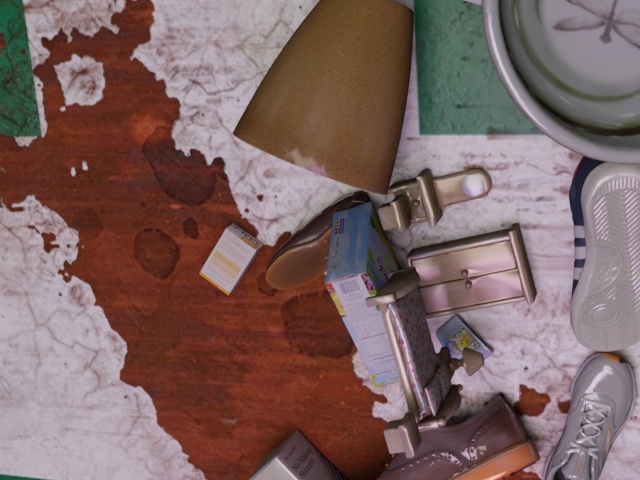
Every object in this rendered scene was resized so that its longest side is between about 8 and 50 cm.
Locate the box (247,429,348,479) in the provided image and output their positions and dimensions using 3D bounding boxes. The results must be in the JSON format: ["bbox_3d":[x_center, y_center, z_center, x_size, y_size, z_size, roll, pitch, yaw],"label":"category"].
[{"bbox_3d":[0.012,0.456,1.824,0.275,0.113,0.094,45,115,0],"label":"box"}]

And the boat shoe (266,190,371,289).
[{"bbox_3d":[0.000,0.000,1.708,0.207,0.073,0.073,-33,124,22],"label":"boat shoe"}]

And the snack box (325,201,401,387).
[{"bbox_3d":[0.078,0.079,1.609,0.070,0.174,0.207,-17,122,17],"label":"snack box"}]

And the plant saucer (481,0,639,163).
[{"bbox_3d":[0.380,-0.298,1.406,0.400,0.100,0.401,-1,94,-13],"label":"plant saucer"}]

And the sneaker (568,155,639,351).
[{"bbox_3d":[0.410,0.000,1.544,0.131,0.148,0.350,-2,131,3],"label":"sneaker"}]

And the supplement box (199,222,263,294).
[{"bbox_3d":[-0.144,0.030,1.784,0.062,0.036,0.098,37,115,6],"label":"supplement box"}]

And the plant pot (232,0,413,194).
[{"bbox_3d":[0.030,-0.225,1.555,0.237,0.237,0.254,23,99,11],"label":"plant pot"}]

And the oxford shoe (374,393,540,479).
[{"bbox_3d":[0.150,0.358,1.719,0.363,0.130,0.133,-24,75,2],"label":"oxford shoe"}]

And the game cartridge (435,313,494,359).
[{"bbox_3d":[0.221,0.160,1.708,0.083,0.017,0.056,45,119,2],"label":"game cartridge"}]

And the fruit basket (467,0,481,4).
[{"bbox_3d":[0.129,-0.501,1.452,0.353,0.165,0.327,19,112,16],"label":"fruit basket"}]

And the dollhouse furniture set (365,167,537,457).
[{"bbox_3d":[0.176,0.076,1.508,0.173,0.355,0.303,-13,101,20],"label":"dollhouse furniture set"}]

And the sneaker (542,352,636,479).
[{"bbox_3d":[0.397,0.296,1.631,0.099,0.121,0.263,17,112,13],"label":"sneaker"}]
